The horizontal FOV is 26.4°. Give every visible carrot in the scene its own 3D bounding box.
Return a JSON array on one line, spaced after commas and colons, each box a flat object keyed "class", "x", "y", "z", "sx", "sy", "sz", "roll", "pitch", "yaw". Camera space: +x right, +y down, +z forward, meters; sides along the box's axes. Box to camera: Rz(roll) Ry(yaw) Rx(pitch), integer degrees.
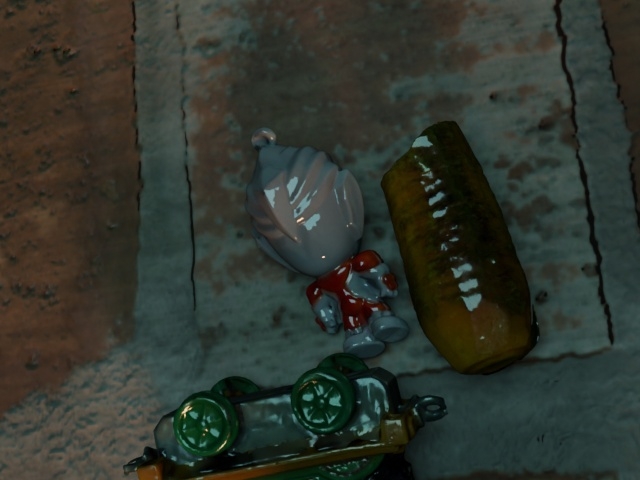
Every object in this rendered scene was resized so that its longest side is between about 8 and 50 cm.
[{"class": "carrot", "x": 0.091, "y": 0.007, "z": 0.931, "sx": 0.082, "sy": 0.082, "sz": 0.173, "roll": -24, "pitch": 70, "yaw": 8}]

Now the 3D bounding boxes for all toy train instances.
[{"class": "toy train", "x": -0.022, "y": 0.154, "z": 0.915, "sx": 0.227, "sy": 0.091, "sz": 0.136, "roll": -11, "pitch": 90, "yaw": 11}]

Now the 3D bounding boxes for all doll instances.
[{"class": "doll", "x": 0.000, "y": 0.000, "z": 0.964, "sx": 0.094, "sy": 0.079, "sz": 0.180, "roll": -32, "pitch": 84, "yaw": 28}]
